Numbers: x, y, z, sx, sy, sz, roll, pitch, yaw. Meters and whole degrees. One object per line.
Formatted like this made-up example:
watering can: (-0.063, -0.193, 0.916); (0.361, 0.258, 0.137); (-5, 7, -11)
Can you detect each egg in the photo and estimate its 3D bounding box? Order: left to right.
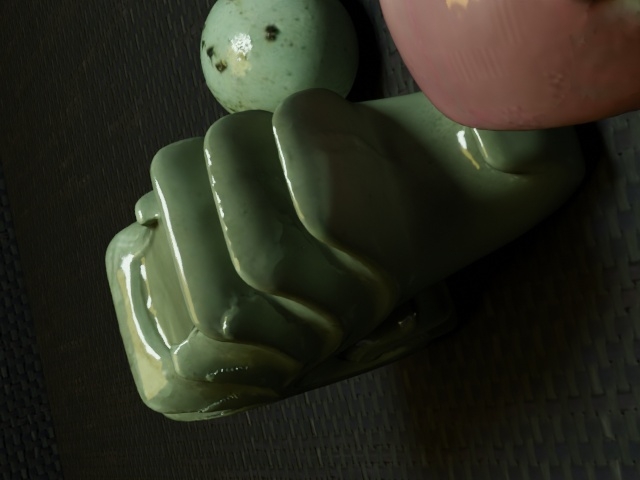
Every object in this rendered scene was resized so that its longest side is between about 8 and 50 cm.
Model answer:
egg: (-0.036, -0.154, 1.224); (0.164, 0.131, 0.131); (-129, 33, -74)

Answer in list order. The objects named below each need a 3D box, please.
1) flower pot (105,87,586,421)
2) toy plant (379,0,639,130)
flower pot: (0.000, 0.000, 1.031); (0.367, 0.254, 0.164); (126, 129, -63)
toy plant: (0.111, -0.245, 0.701); (0.210, 0.317, 0.356); (-102, -7, -75)
